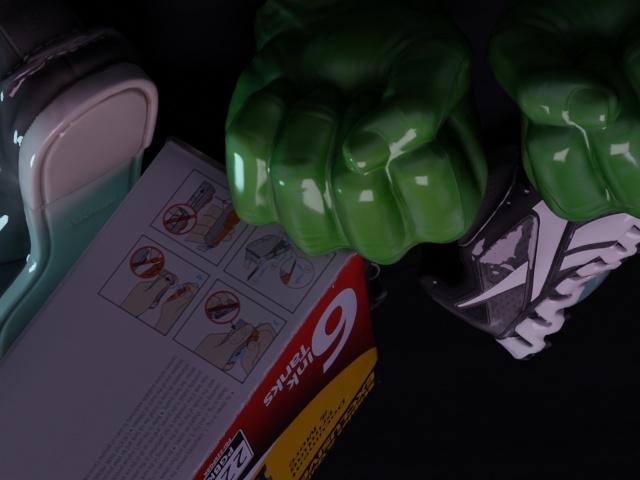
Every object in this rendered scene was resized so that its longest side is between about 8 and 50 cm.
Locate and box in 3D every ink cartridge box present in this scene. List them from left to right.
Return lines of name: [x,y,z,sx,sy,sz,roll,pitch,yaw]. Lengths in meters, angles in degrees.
ink cartridge box: [-0.102,0.144,1.045,0.130,0.309,0.272,30,163,17]

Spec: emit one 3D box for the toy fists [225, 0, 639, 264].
toy fists: [0.084,-0.072,0.915,0.279,0.142,0.096,-9,148,12]

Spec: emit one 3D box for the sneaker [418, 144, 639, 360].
sneaker: [0.126,-0.022,1.059,0.106,0.078,0.234,23,136,-11]

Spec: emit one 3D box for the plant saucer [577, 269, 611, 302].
plant saucer: [0.129,0.019,1.184,0.119,0.021,0.119,-1,149,-1]

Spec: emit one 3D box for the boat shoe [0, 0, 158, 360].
boat shoe: [-0.159,-0.032,1.044,0.112,0.095,0.335,-29,163,-25]

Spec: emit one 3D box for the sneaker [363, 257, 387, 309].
sneaker: [0.000,0.000,1.133,0.065,0.061,0.158,-32,146,-3]
